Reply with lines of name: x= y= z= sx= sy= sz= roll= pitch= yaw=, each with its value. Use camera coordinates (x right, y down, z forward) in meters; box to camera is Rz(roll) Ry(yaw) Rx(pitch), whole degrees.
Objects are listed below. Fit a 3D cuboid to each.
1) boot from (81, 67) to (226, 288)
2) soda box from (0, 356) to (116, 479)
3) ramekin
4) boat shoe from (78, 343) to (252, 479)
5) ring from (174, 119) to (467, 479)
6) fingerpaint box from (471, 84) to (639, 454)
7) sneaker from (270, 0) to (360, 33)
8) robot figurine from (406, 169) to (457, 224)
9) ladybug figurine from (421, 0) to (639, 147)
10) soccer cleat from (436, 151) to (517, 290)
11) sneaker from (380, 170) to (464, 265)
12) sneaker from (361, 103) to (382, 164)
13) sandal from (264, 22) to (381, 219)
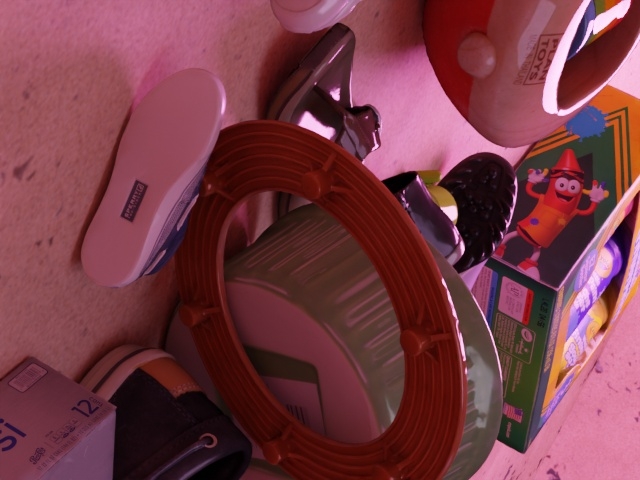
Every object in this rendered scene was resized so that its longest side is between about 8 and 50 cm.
boot: x=-0.122 y=-0.052 z=1.261 sx=0.190 sy=0.069 sz=0.086 roll=-59 pitch=168 yaw=15
soda box: x=-0.274 y=0.214 z=1.183 sx=0.286 sy=0.091 sz=0.098 roll=-43 pitch=152 yaw=-42
ramekin: x=0.000 y=0.129 z=1.453 sx=0.148 sy=0.303 sz=0.303 roll=-29 pitch=143 yaw=-44
boat shoe: x=-0.234 y=0.321 z=1.335 sx=0.500 sy=0.156 sz=0.187 roll=-55 pitch=161 yaw=-14
ring: x=-0.016 y=0.067 z=1.280 sx=0.032 sy=0.336 sz=0.337 roll=-24 pitch=140 yaw=-38
fingerpaint box: x=0.354 y=0.045 z=2.380 sx=0.371 sy=0.163 sz=0.445 roll=-49 pitch=157 yaw=-30
sneaker: x=0.007 y=-0.279 z=1.258 sx=0.115 sy=0.090 sz=0.232 roll=32 pitch=77 yaw=-63
robot figurine: x=0.116 y=-0.030 z=1.845 sx=0.115 sy=0.067 sz=0.101 roll=-9 pitch=98 yaw=-64
ladybug figurine: x=0.239 y=-0.262 z=1.703 sx=0.449 sy=0.162 sz=0.305 roll=-32 pitch=145 yaw=-55
soccer cleat: x=0.148 y=0.034 z=1.991 sx=0.116 sy=0.108 sz=0.318 roll=-79 pitch=-169 yaw=-82
sneaker: x=0.042 y=0.023 z=1.750 sx=0.222 sy=0.083 sz=0.118 roll=-39 pitch=118 yaw=-10
sneaker: x=0.036 y=-0.097 z=1.616 sx=0.037 sy=0.032 sz=0.083 roll=-23 pitch=136 yaw=-60
sandal: x=0.016 y=-0.089 z=1.499 sx=0.120 sy=0.086 sz=0.303 roll=-52 pitch=158 yaw=-26
